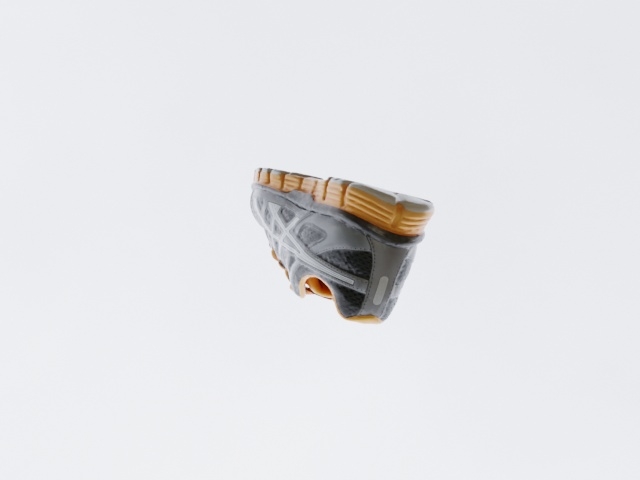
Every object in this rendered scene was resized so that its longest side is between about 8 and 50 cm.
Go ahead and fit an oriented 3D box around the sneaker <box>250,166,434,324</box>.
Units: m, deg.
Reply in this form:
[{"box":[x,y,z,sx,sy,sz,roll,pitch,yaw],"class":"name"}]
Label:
[{"box":[0.000,0.000,0.782,0.084,0.215,0.083,11,-88,-19],"class":"sneaker"}]
